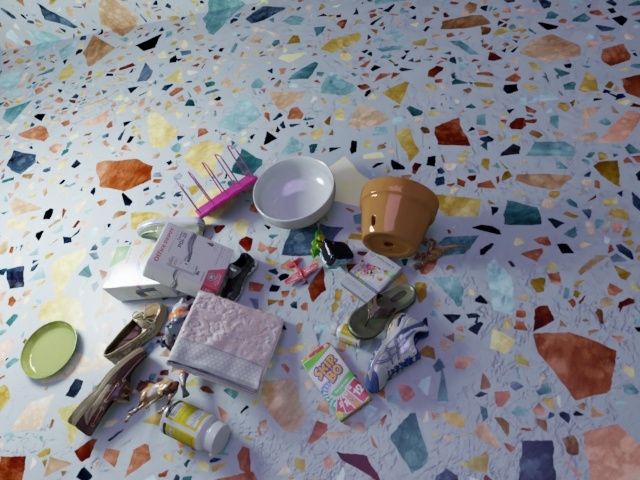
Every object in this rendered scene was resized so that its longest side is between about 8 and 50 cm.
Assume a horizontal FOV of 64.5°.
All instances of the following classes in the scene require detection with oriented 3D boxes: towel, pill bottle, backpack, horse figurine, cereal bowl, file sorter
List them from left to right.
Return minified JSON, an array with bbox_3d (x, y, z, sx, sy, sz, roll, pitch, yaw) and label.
[{"bbox_3d":[-0.567,0.531,1.741,0.264,0.066,0.174,-24,18,27],"label":"horse figurine"},{"bbox_3d":[-0.412,0.617,1.672,0.209,0.119,0.119,15,63,23],"label":"pill bottle"},{"bbox_3d":[-0.449,-0.257,2.160,0.291,0.182,0.202,-36,19,-10],"label":"file sorter"},{"bbox_3d":[-0.321,0.344,1.756,0.332,0.053,0.316,21,46,-3],"label":"towel"},{"bbox_3d":[-0.096,-0.179,2.094,0.340,0.141,0.338,-7,56,11],"label":"cereal bowl"},{"bbox_3d":[0.059,0.054,1.930,0.115,0.084,0.105,1,48,-35],"label":"backpack"},{"bbox_3d":[0.097,0.325,1.762,0.117,0.065,0.065,18,64,23],"label":"pill bottle"}]

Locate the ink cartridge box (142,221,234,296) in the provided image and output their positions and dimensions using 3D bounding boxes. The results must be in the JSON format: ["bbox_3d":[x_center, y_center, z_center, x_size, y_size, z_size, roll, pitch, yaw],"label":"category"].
[{"bbox_3d":[-0.505,0.085,1.942,0.283,0.117,0.207,24,52,-12],"label":"ink cartridge box"}]

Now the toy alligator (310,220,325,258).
[{"bbox_3d":[0.000,0.000,2.013,0.051,0.056,0.189,26,48,-22],"label":"toy alligator"}]

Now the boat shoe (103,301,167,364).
[{"bbox_3d":[-0.703,0.348,1.939,0.105,0.089,0.285,24,66,27],"label":"boat shoe"}]

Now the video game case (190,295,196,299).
[{"bbox_3d":[-0.500,0.172,2.047,0.167,0.015,0.119,24,67,26],"label":"video game case"}]

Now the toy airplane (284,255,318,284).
[{"bbox_3d":[-0.085,0.116,1.968,0.151,0.028,0.151,-6,56,9],"label":"toy airplane"}]

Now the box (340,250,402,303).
[{"bbox_3d":[0.188,0.134,1.880,0.186,0.038,0.145,-44,58,-16],"label":"box"}]

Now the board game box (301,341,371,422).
[{"bbox_3d":[0.046,0.466,1.705,0.124,0.039,0.259,-34,53,-9],"label":"board game box"}]

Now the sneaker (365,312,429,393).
[{"bbox_3d":[0.255,0.377,1.661,0.131,0.111,0.296,21,66,25],"label":"sneaker"}]

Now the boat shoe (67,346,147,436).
[{"bbox_3d":[-0.735,0.543,1.823,0.123,0.123,0.342,40,66,1],"label":"boat shoe"}]

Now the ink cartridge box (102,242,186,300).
[{"bbox_3d":[-0.671,0.121,2.049,0.354,0.119,0.207,-6,54,14],"label":"ink cartridge box"}]

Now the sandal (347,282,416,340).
[{"bbox_3d":[0.209,0.227,1.753,0.303,0.086,0.120,-35,56,-25],"label":"sandal"}]

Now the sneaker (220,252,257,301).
[{"bbox_3d":[-0.333,0.142,1.968,0.078,0.106,0.234,18,64,25],"label":"sneaker"}]

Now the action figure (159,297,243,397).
[{"bbox_3d":[-0.428,0.342,1.826,0.342,0.178,0.330,-32,66,-3],"label":"action figure"}]

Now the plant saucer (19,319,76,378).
[{"bbox_3d":[-1.069,0.434,2.011,0.241,0.037,0.240,-7,57,11],"label":"plant saucer"}]

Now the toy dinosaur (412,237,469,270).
[{"bbox_3d":[0.429,0.039,1.877,0.212,0.064,0.112,-30,72,6],"label":"toy dinosaur"}]

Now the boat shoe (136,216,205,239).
[{"bbox_3d":[-0.645,-0.039,2.169,0.303,0.109,0.094,-7,58,7],"label":"boat shoe"}]

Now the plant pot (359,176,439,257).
[{"bbox_3d":[0.270,-0.069,1.843,0.291,0.290,0.203,7,63,19],"label":"plant pot"}]
